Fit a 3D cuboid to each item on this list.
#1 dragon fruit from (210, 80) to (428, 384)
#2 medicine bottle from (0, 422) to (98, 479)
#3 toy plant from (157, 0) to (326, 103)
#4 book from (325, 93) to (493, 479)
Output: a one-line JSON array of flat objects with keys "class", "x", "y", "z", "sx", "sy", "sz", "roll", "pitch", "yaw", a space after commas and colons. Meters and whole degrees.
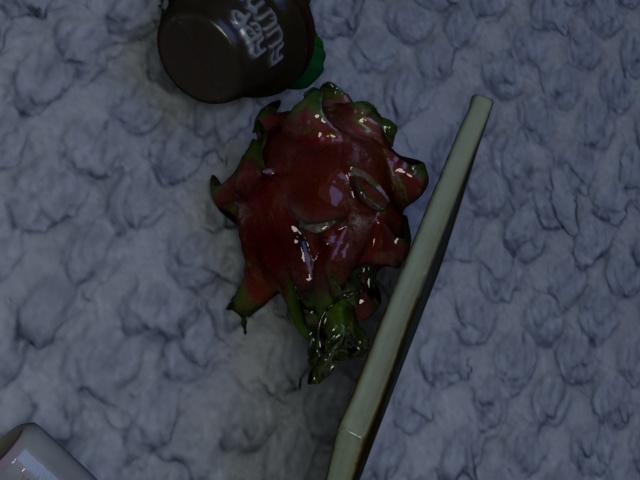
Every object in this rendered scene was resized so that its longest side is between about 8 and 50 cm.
[{"class": "dragon fruit", "x": -0.003, "y": 0.001, "z": 1.128, "sx": 0.135, "sy": 0.137, "sz": 0.236, "roll": 12, "pitch": 61, "yaw": -20}, {"class": "medicine bottle", "x": -0.161, "y": 0.155, "z": 0.980, "sx": 0.089, "sy": 0.052, "sz": 0.052, "roll": 46, "pitch": 48, "yaw": -16}, {"class": "toy plant", "x": -0.047, "y": -0.167, "z": 1.190, "sx": 0.143, "sy": 0.105, "sz": 0.200, "roll": 59, "pitch": 34, "yaw": -16}, {"class": "book", "x": 0.053, "y": 0.068, "z": 1.114, "sx": 0.020, "sy": 0.208, "sz": 0.295, "roll": 20, "pitch": 52, "yaw": 6}]
